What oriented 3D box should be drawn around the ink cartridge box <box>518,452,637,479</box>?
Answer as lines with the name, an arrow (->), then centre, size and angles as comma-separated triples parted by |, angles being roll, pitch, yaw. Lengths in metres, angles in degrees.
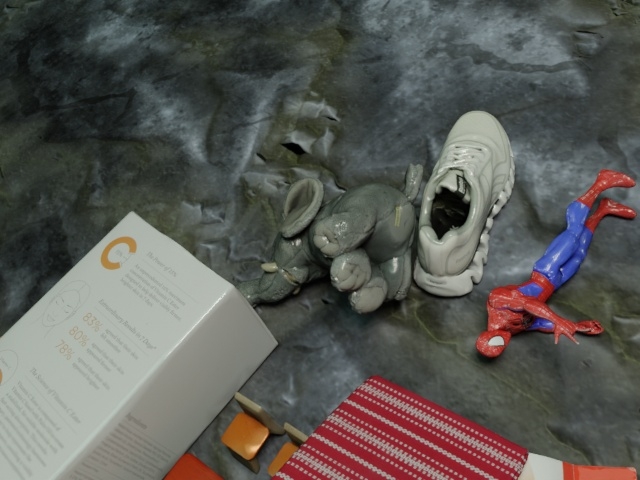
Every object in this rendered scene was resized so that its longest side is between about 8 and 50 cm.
ink cartridge box -> 0.226, 0.288, 0.666 | 0.179, 0.045, 0.145 | -3, 56, 19

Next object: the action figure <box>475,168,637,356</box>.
action figure -> 0.301, 0.048, 0.775 | 0.280, 0.091, 0.139 | -43, 44, -13

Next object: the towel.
towel -> 0.057, 0.249, 0.634 | 0.199, 0.031, 0.275 | 22, 38, 28

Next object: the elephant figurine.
elephant figurine -> 0.000, 0.000, 0.877 | 0.186, 0.169, 0.239 | -19, 16, -35

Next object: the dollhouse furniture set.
dollhouse furniture set -> -0.077, 0.319, 0.686 | 0.259, 0.135, 0.262 | 24, 67, 31

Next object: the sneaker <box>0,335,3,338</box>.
sneaker -> -0.509, 0.157, 0.944 | 0.321, 0.124, 0.180 | -25, 53, 4

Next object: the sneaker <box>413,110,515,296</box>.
sneaker -> 0.191, -0.073, 0.885 | 0.110, 0.118, 0.292 | 5, 57, 23

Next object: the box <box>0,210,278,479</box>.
box -> -0.260, 0.170, 0.831 | 0.215, 0.168, 0.345 | 31, 71, 33
